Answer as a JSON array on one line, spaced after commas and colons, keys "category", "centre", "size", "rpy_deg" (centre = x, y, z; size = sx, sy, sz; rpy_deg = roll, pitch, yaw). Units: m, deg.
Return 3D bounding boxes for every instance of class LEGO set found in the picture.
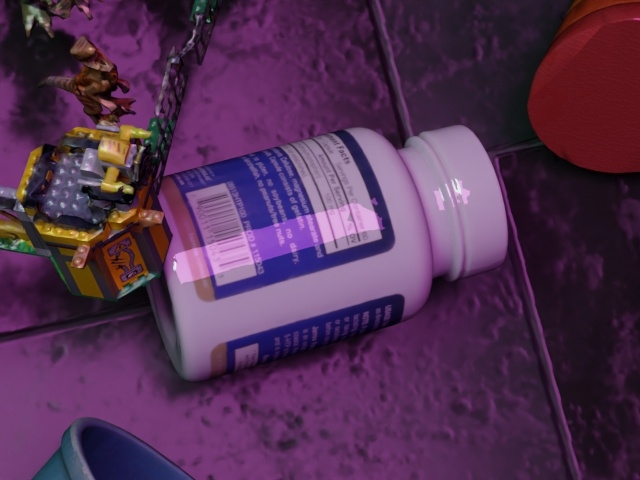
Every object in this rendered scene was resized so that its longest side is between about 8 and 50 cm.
[{"category": "LEGO set", "centre": [-0.159, -0.145, 0.791], "size": [0.255, 0.192, 0.331], "rpy_deg": [17, 65, 15]}]

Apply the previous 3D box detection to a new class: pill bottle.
[{"category": "pill bottle", "centre": [0.000, 0.000, 0.884], "size": [0.186, 0.112, 0.112], "rpy_deg": [-15, 82, -13]}]

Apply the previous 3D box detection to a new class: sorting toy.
[{"category": "sorting toy", "centre": [0.296, -0.106, 0.982], "size": [0.365, 0.127, 0.126], "rpy_deg": [8, 48, -11]}]

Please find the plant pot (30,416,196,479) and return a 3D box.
[{"category": "plant pot", "centre": [-0.104, 0.267, 0.750], "size": [0.271, 0.271, 0.255], "rpy_deg": [44, 90, 1]}]
